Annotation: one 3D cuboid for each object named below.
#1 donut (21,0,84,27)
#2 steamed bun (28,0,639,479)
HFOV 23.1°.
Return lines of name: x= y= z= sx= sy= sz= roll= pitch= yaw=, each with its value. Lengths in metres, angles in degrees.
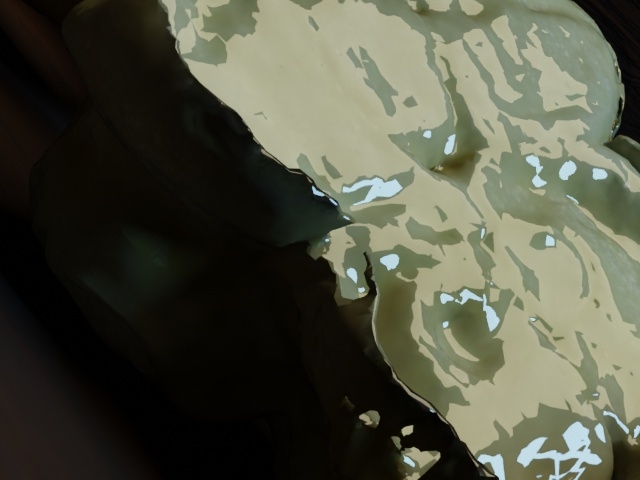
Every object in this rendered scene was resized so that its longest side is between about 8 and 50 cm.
donut: x=-0.047 y=-0.129 z=0.601 sx=0.277 sy=0.108 sz=0.277 roll=30 pitch=12 yaw=-7
steamed bun: x=0.020 y=0.000 z=0.414 sx=0.177 sy=0.106 sz=0.192 roll=49 pitch=43 yaw=1
